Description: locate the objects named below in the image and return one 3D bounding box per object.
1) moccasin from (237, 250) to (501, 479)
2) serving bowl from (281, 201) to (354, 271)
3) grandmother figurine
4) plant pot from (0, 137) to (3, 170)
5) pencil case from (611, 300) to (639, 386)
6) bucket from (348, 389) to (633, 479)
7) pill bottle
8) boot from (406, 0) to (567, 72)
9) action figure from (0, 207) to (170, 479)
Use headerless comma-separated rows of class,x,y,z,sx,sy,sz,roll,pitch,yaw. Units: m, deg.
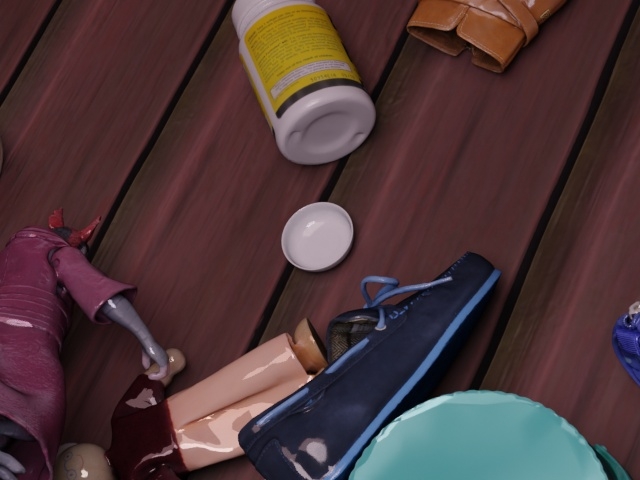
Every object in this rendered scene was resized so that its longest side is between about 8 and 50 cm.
moccasin,0.054,0.104,1.247,0.117,0.137,0.342,33,46,16
serving bowl,0.000,0.000,1.448,0.083,0.027,0.083,-8,62,16
grandmother figurine,-0.147,0.197,1.360,0.342,0.104,0.208,-26,39,3
plant pot,-0.501,-0.108,1.606,0.180,0.201,0.201,21,72,13
pencil case,0.399,0.025,1.228,0.306,0.133,0.119,-47,25,-8
bucket,0.155,0.274,1.156,0.281,0.183,0.281,-9,62,17
pill bottle,-0.025,-0.200,1.508,0.119,0.119,0.208,-27,58,6
boot,0.162,-0.326,1.527,0.283,0.109,0.220,30,81,23
action figure,-0.321,0.098,1.326,0.248,0.276,0.370,-20,44,31
